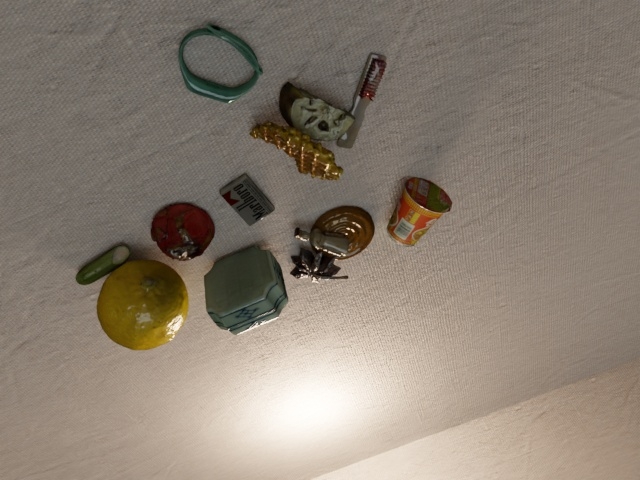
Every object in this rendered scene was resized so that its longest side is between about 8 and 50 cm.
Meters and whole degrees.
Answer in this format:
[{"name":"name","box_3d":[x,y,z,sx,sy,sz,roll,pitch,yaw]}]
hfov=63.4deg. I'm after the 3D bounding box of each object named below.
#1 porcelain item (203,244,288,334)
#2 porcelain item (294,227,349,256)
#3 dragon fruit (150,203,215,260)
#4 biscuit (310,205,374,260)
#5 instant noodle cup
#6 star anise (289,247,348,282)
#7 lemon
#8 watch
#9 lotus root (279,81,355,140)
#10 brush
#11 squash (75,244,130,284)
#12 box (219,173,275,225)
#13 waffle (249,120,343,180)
[{"name":"porcelain item","box_3d":[-0.271,0.183,1.894,0.281,0.286,0.157,-23,134,3]},{"name":"porcelain item","box_3d":[0.000,0.000,1.911,0.213,0.084,0.054,14,153,-19]},{"name":"dragon fruit","box_3d":[-0.471,0.000,1.778,0.218,0.148,0.224,11,126,-23]},{"name":"biscuit","box_3d":[0.086,-0.020,1.983,0.262,0.037,0.262,-7,130,-8]},{"name":"instant noodle cup","box_3d":[0.350,-0.093,1.912,0.193,0.193,0.212,9,134,-21]},{"name":"star anise","box_3d":[-0.009,0.110,2.016,0.231,0.089,0.209,9,148,11]},{"name":"lemon","box_3d":[-0.622,0.226,1.829,0.336,0.336,0.336,-7,131,-9]},{"name":"watch","box_3d":[-0.284,-0.496,1.472,0.237,0.068,0.195,15,122,-21]},{"name":"lotus root","box_3d":[-0.017,-0.384,1.596,0.234,0.119,0.138,14,120,-26]},{"name":"brush","box_3d":[0.132,-0.429,1.648,0.060,0.050,0.321,5,129,-23]},{"name":"squash","box_3d":[-0.767,0.089,1.828,0.239,0.069,0.069,-30,130,12]},{"name":"box","box_3d":[-0.252,-0.139,1.794,0.115,0.036,0.177,-30,130,11]},{"name":"waffle","box_3d":[-0.062,-0.281,1.607,0.293,0.259,0.069,32,81,-37]}]
